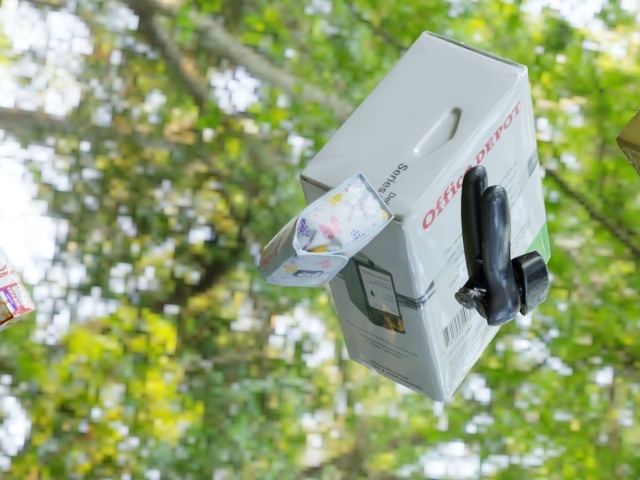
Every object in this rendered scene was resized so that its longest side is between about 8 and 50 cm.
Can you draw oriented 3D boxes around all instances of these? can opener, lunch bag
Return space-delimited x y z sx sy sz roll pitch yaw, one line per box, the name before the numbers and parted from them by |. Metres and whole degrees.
can opener | 0.138 0.004 1.495 0.059 0.073 0.186 37 -21 37
lunch bag | 0.000 0.000 1.298 0.053 0.083 0.071 55 -31 5

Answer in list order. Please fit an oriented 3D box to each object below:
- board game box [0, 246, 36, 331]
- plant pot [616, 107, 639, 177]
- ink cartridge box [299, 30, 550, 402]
board game box | -0.346 0.043 1.476 0.193 0.045 0.146 -31 -93 18
plant pot | 0.304 -0.075 1.472 0.081 0.081 0.083 -51 -134 -7
ink cartridge box | 0.107 -0.021 1.734 0.122 0.211 0.289 25 -30 28
